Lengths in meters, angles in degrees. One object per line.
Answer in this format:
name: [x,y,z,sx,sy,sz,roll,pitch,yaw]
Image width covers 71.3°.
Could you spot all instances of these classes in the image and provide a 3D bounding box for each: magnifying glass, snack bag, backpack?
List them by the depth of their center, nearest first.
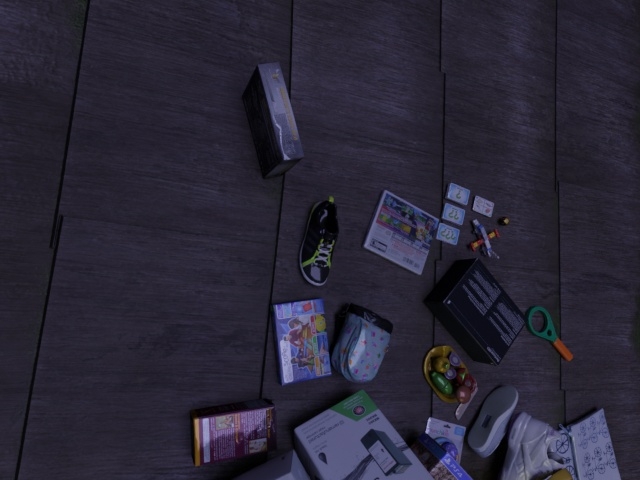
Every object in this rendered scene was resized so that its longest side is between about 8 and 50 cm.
backpack: [0.101,0.271,1.158,0.152,0.115,0.182,30,76,-19]
snack bag: [0.834,0.751,1.444,0.342,0.037,0.323,-11,89,-23]
magnifying glass: [0.753,0.310,1.469,0.231,0.026,0.092,46,70,-9]

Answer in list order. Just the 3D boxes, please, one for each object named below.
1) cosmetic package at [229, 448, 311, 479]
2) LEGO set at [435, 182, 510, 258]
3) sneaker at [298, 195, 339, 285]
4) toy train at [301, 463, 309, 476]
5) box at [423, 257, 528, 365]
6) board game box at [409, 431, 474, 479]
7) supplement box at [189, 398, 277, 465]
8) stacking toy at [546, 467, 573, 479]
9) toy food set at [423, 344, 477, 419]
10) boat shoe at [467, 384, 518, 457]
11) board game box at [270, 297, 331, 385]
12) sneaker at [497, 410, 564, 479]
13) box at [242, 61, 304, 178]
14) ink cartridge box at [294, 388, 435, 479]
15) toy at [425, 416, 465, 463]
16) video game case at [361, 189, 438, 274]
cosmetic package: [-0.158,0.661,0.943,0.377,0.097,0.284,-28,93,3]
LEGO set: [0.487,-0.056,1.384,0.244,0.060,0.182,19,81,-20]
sneaker: [0.000,0.000,1.156,0.084,0.097,0.234,7,82,-21]
toy train: [0.002,0.597,1.112,0.125,0.046,0.166,24,71,-16]
box: [0.460,0.209,1.317,0.261,0.103,0.184,49,66,-11]
board game box: [0.265,0.692,1.126,0.291,0.141,0.232,-43,95,-10]
supplement box: [-0.201,0.439,1.034,0.188,0.081,0.104,-1,84,-22]
stacking toy: [0.567,0.775,1.185,0.279,0.130,0.309,9,117,-38]
toy food set: [0.392,0.402,1.284,0.128,0.071,0.218,-40,100,-21]
boat shoe: [0.518,0.537,1.326,0.227,0.079,0.081,-46,121,-21]
board game box: [-0.050,0.254,1.141,0.136,0.035,0.201,-4,86,-23]
sneaker: [0.598,0.656,1.272,0.114,0.152,0.305,-4,104,-51]
box: [-0.121,-0.285,1.093,0.056,0.183,0.231,-15,89,-23]
ink cartridge box: [0.100,0.527,1.031,0.211,0.289,0.121,-22,134,-25]
toy: [0.345,0.635,1.248,0.137,0.056,0.237,22,76,-19]
video game case: [0.235,-0.022,1.295,0.201,0.023,0.183,26,75,-16]
